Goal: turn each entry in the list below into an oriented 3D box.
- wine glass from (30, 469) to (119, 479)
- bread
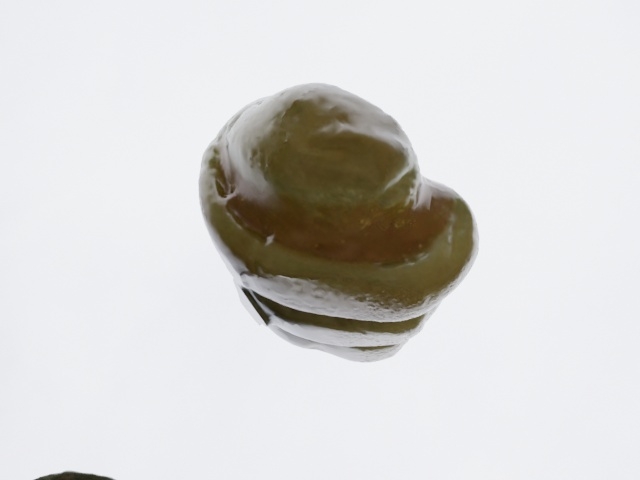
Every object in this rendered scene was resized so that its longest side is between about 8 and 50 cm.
[{"bbox_3d":[-0.358,0.574,0.782,0.268,0.267,0.405,4,-71,1],"label":"wine glass"},{"bbox_3d":[0.000,0.000,0.610,0.301,0.341,0.210,38,-107,8],"label":"bread"}]
